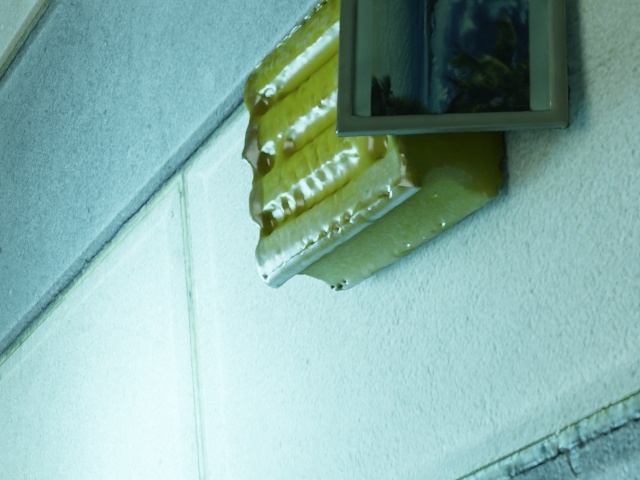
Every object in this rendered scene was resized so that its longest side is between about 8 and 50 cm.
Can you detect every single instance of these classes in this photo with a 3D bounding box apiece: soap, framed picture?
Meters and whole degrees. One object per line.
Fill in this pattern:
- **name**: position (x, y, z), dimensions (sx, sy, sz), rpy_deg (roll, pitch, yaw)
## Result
- **soap**: position (0.047, -0.127, 1.576), dimensions (0.335, 0.156, 0.293), rpy_deg (-36, 55, 51)
- **framed picture**: position (0.133, -0.253, 1.414), dimensions (0.024, 0.232, 0.315), rpy_deg (64, -154, -68)
